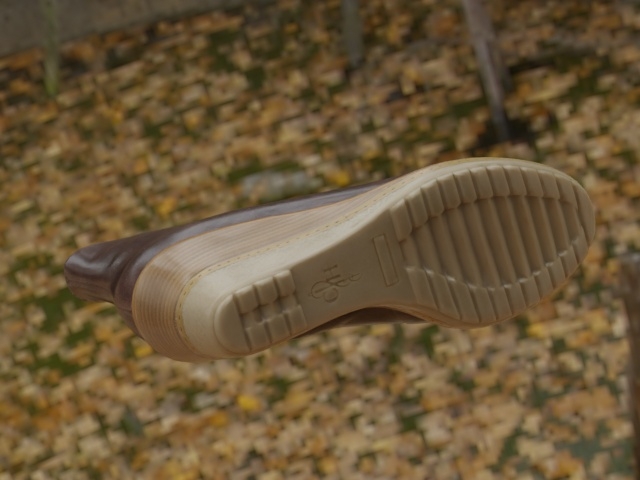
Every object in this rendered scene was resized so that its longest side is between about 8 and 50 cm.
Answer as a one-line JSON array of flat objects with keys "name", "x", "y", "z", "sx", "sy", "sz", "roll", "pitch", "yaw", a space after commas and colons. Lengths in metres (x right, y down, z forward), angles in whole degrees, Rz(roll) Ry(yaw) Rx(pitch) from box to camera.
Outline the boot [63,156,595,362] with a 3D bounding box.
[{"name": "boot", "x": 0.000, "y": 0.000, "z": 1.019, "sx": 0.248, "sy": 0.090, "sz": 0.207, "roll": -14, "pitch": 13, "yaw": -24}]
